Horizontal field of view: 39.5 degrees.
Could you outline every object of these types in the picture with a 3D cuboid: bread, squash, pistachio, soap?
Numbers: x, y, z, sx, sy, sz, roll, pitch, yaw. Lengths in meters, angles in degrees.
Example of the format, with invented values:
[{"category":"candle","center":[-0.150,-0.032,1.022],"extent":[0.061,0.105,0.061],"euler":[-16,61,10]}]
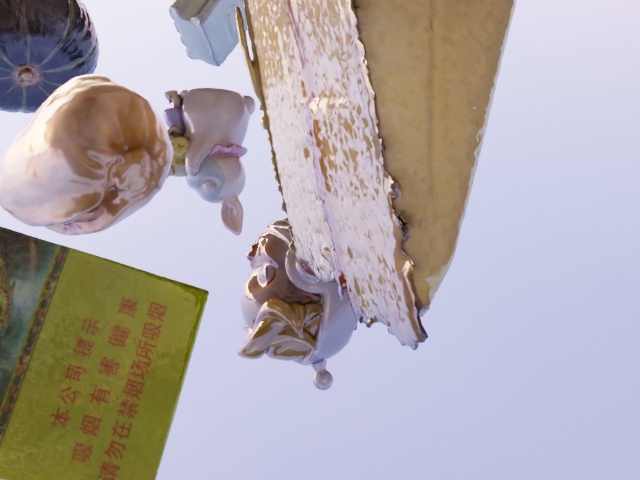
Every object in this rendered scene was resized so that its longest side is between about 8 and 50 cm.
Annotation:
[{"category":"bread","center":[-0.018,-0.148,0.675],"extent":[0.242,0.345,0.405],"euler":[26,-105,-13]},{"category":"squash","center":[-0.507,-0.333,1.530],"extent":[0.252,0.252,0.165],"euler":[-9,-126,-18]},{"category":"pistachio","center":[-0.219,-0.077,0.832],"extent":[0.117,0.200,0.145],"euler":[15,-111,-42]},{"category":"soap","center":[-0.125,-0.352,1.254],"extent":[0.063,0.114,0.198],"euler":[25,-107,19]}]

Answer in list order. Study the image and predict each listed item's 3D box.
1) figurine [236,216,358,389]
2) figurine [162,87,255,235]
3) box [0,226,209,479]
[{"category":"figurine","center":[-0.003,-0.003,0.903],"extent":[0.133,0.194,0.274],"euler":[22,-120,-18]},{"category":"figurine","center":[-0.189,-0.129,1.484],"extent":[0.155,0.236,0.127],"euler":[3,174,-19]},{"category":"box","center":[-0.271,0.078,0.683],"extent":[0.334,0.047,0.187],"euler":[18,-110,-12]}]
